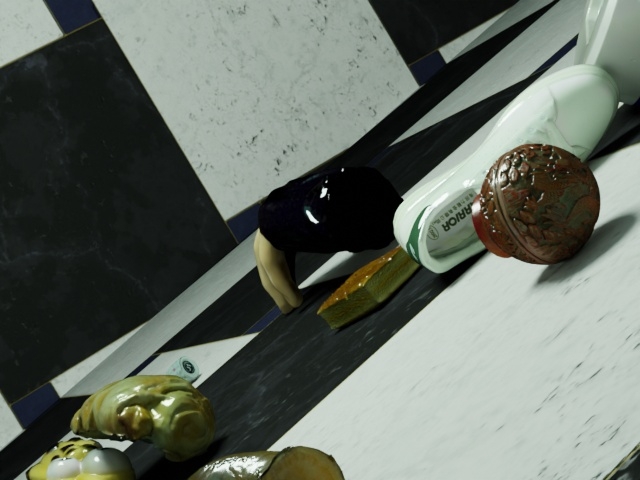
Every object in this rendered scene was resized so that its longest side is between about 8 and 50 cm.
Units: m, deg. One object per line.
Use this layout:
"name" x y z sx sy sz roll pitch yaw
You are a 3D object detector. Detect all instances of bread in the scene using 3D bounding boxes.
"bread" -0.186 0.187 1.649 0.232 0.128 0.088 160 124 -70
"bread" 0.054 0.049 1.671 0.090 0.035 0.094 -43 7 -40

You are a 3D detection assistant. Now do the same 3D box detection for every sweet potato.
"sweet potato" -0.072 0.203 1.046 0.286 0.085 0.112 -34 12 42

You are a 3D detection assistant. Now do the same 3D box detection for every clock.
"clock" 0.321 -0.253 1.560 0.230 0.083 0.230 13 -90 -90

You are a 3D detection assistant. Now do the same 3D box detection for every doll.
"doll" -0.269 0.268 1.740 0.117 0.086 0.291 -10 1 -13

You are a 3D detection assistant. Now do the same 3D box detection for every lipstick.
"lipstick" -0.217 0.205 2.151 0.116 0.037 0.037 -40 5 32

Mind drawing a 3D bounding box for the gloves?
"gloves" 0.000 -0.008 2.012 0.197 0.152 0.301 -11 -26 -32

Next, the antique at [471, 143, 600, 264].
"antique" 0.174 -0.029 1.230 0.104 0.104 0.104 -38 6 5

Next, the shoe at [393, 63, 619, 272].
"shoe" 0.186 -0.060 1.489 0.265 0.095 0.110 -40 15 12
